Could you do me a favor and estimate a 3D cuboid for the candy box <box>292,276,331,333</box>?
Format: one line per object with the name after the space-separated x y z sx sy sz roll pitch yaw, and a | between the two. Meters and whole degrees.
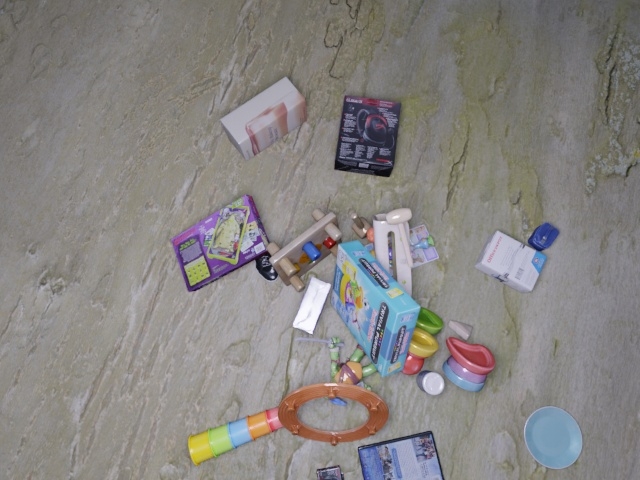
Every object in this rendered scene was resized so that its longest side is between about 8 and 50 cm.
-0.027 0.219 1.371 0.070 0.196 0.165 21 77 4 | candy box

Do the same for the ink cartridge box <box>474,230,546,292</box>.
0.666 0.076 1.467 0.190 0.082 0.140 29 78 8 | ink cartridge box

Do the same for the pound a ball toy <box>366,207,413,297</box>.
0.220 0.040 1.347 0.135 0.208 0.319 -5 105 5 | pound a ball toy

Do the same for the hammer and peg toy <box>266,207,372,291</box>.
0.000 0.000 1.391 0.361 0.266 0.127 -38 68 -8 | hammer and peg toy

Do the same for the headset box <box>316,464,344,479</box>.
0.033 0.756 1.325 0.083 0.032 0.062 -9 76 -1 | headset box

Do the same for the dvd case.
0.260 0.732 1.337 0.253 0.022 0.180 -11 76 -3 | dvd case

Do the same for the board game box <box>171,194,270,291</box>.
-0.345 0.014 1.426 0.346 0.056 0.208 -27 81 20 | board game box

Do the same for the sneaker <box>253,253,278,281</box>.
-0.212 0.039 1.453 0.079 0.121 0.217 -23 77 -5 | sneaker

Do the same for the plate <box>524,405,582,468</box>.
0.754 0.639 1.360 0.188 0.024 0.188 0 76 1 | plate

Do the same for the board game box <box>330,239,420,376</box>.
0.149 0.197 1.270 0.079 0.254 0.336 -11 37 -23 | board game box

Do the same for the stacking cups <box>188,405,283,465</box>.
-0.256 0.605 1.332 0.316 0.096 0.096 -21 77 -7 | stacking cups

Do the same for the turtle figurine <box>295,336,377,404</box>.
0.112 0.382 1.315 0.266 0.197 0.275 -31 113 -22 | turtle figurine

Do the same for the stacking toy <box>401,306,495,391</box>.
0.378 0.355 1.346 0.308 0.279 0.130 20 110 1 | stacking toy

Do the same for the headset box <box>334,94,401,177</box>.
0.178 -0.405 1.569 0.218 0.110 0.293 8 76 1 | headset box

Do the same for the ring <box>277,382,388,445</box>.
0.037 0.533 1.251 0.336 0.337 0.032 1 40 0 | ring

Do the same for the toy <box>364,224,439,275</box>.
0.293 0.037 1.489 0.237 0.056 0.137 -19 76 -5 | toy

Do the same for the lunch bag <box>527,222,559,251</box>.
0.806 -0.016 1.498 0.067 0.065 0.098 36 79 8 | lunch bag

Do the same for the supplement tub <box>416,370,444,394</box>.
0.356 0.462 1.359 0.071 0.107 0.071 0 76 -1 | supplement tub

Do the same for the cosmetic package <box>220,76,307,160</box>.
-0.205 -0.451 1.560 0.296 0.153 0.129 -36 78 -7 | cosmetic package
